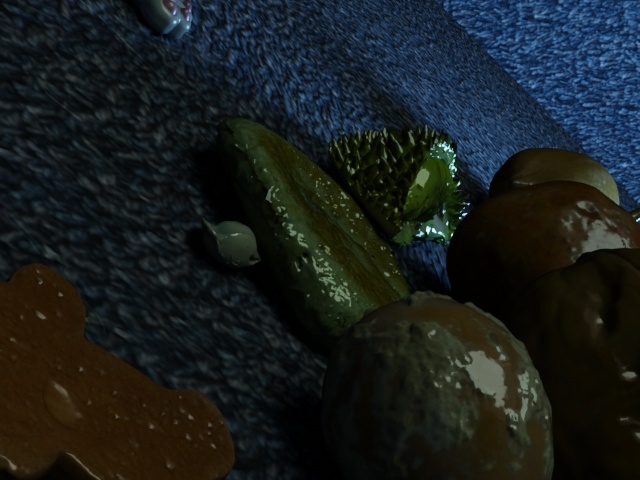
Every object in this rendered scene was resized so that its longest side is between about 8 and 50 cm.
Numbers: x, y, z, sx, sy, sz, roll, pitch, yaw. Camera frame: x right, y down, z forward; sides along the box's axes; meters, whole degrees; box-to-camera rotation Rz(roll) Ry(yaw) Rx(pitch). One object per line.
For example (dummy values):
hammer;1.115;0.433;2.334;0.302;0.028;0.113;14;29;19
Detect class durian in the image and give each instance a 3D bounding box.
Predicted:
durian;0.100;-0.066;1.550;0.352;0.158;0.169;6;83;-73

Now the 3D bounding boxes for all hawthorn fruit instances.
hawthorn fruit;0.323;0.034;1.548;0.277;0.298;0.277;54;-6;8

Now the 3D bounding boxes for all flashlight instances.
flashlight;-0.229;-0.322;1.381;0.200;0.047;0.093;42;22;-22

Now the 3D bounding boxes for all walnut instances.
walnut;0.340;0.195;1.245;0.354;0.308;0.398;-1;64;-14
walnut;0.410;-0.074;2.080;0.298;0.203;0.203;21;35;-47

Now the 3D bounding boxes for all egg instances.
egg;0.102;0.164;1.020;0.203;0.203;0.245;-2;66;-65

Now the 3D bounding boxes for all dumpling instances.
dumpling;-0.091;-0.001;1.127;0.077;0.043;0.059;0;34;-45

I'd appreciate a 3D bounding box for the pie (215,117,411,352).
pie;0.000;0.000;1.279;0.323;0.070;0.323;47;17;-19

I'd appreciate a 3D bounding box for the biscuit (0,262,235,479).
biscuit;-0.181;0.097;0.754;0.324;0.049;0.205;40;21;-26
